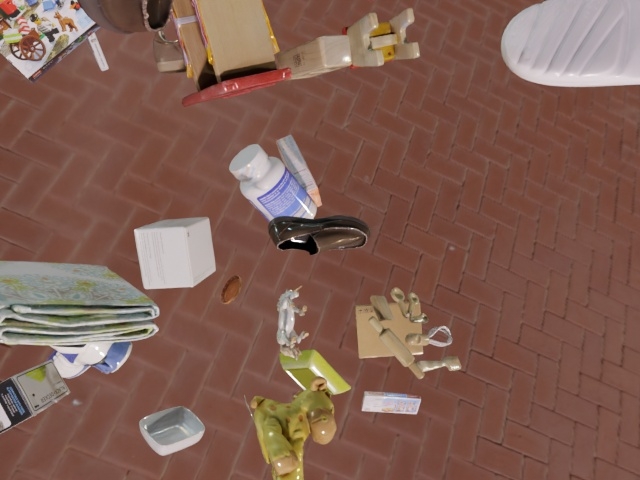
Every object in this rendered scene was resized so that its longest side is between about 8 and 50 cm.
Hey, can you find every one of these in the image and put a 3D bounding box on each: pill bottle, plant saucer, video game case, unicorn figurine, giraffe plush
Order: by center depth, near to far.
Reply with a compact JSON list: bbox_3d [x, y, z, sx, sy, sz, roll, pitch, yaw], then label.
[{"bbox_3d":[-0.062,0.155,0.915,0.060,0.111,0.162,23,71,-22],"label":"unicorn figurine"},{"bbox_3d":[-0.042,0.380,0.927,0.170,0.181,0.210,-18,60,-20],"label":"giraffe plush"},{"bbox_3d":[-0.545,-0.509,1.011,0.022,0.173,0.190,-28,87,-16],"label":"video game case"},{"bbox_3d":[-0.238,0.133,1.210,0.013,0.083,0.084,36,62,-32],"label":"plant saucer"},{"bbox_3d":[-0.143,-0.152,1.346,0.272,0.152,0.152,50,60,-36],"label":"pill bottle"},{"bbox_3d":[-0.029,0.429,1.423,0.188,0.188,0.045,50,50,-17],"label":"plant saucer"}]

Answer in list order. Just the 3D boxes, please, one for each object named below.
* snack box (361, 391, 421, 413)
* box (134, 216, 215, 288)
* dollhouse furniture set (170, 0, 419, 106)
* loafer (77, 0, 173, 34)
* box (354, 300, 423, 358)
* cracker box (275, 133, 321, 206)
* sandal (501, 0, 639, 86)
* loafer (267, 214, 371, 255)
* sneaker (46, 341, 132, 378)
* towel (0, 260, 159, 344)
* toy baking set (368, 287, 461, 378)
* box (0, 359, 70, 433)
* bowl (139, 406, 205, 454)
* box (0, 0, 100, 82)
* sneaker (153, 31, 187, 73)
[{"bbox_3d":[0.220,0.508,1.406,0.178,0.022,0.064,6,114,-6],"label":"snack box"},{"bbox_3d":[-0.237,0.018,0.747,0.087,0.101,0.102,-4,101,10],"label":"box"},{"bbox_3d":[-0.043,-0.341,0.675,0.374,0.152,0.201,-24,110,-31],"label":"dollhouse furniture set"},{"bbox_3d":[-0.130,-0.271,0.359,0.130,0.366,0.134,8,86,-18],"label":"loafer"},{"bbox_3d":[0.211,0.275,1.388,0.201,0.021,0.165,-4,92,0],"label":"box"},{"bbox_3d":[-0.075,-0.235,1.585,0.067,0.156,0.232,-24,73,-3],"label":"cracker box"},{"bbox_3d":[0.283,-0.160,0.385,0.265,0.076,0.102,1,77,5],"label":"sandal"},{"bbox_3d":[0.000,0.000,0.944,0.220,0.080,0.078,0,48,-7],"label":"loafer"},{"bbox_3d":[-0.702,0.290,1.289,0.182,0.315,0.127,53,38,-31],"label":"sneaker"},{"bbox_3d":[-0.573,0.126,0.980,0.320,0.374,0.090,10,97,-47],"label":"towel"},{"bbox_3d":[0.215,0.207,0.998,0.256,0.030,0.196,51,42,8],"label":"toy baking set"},{"bbox_3d":[-0.681,0.358,0.887,0.290,0.169,0.087,-28,90,-8],"label":"box"},{"bbox_3d":[-0.398,0.512,1.200,0.142,0.142,0.053,-2,107,-46],"label":"bowl"},{"bbox_3d":[-0.401,-0.372,0.657,0.233,0.044,0.159,-47,114,-10],"label":"box"},{"bbox_3d":[-0.180,-0.321,0.734,0.188,0.066,0.071,-9,106,-3],"label":"sneaker"}]
